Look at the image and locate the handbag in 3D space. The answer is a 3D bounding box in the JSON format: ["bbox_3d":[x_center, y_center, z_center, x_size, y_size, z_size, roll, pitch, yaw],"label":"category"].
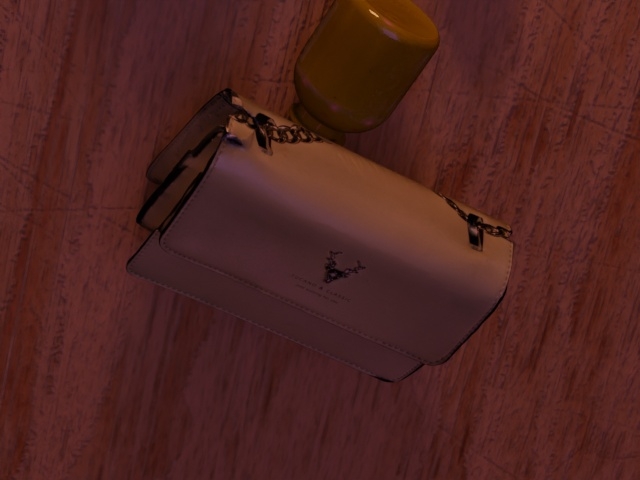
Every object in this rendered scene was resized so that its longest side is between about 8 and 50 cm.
[{"bbox_3d":[0.000,0.000,1.652,0.358,0.160,0.237,24,139,-20],"label":"handbag"}]

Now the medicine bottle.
[{"bbox_3d":[0.026,-0.169,1.672,0.121,0.122,0.212,26,117,-20],"label":"medicine bottle"}]
